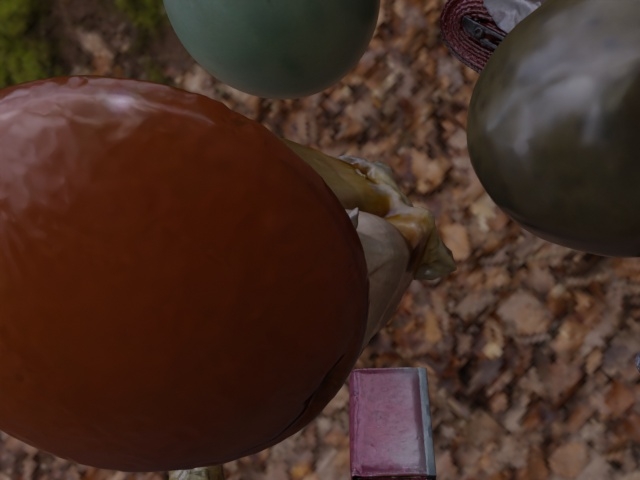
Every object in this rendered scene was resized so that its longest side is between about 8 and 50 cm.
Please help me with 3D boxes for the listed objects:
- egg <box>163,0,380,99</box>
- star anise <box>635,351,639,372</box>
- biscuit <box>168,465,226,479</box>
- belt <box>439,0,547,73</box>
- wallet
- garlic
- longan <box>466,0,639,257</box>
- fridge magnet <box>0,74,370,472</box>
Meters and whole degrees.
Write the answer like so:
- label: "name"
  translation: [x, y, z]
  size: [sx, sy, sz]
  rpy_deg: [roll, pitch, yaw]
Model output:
- label: "egg"
  translation: [-0.062, -0.327, 1.663]
  size: [0.276, 0.276, 0.389]
  rpy_deg: [-46, -20, 3]
- label: "star anise"
  translation: [0.439, 0.108, 1.572]
  size: [0.230, 0.081, 0.262]
  rpy_deg: [90, -172, -61]
- label: "biscuit"
  translation: [-0.172, 0.395, 1.821]
  size: [0.091, 0.213, 0.274]
  rpy_deg: [-7, 20, -6]
- label: "belt"
  translation: [0.270, -0.295, 1.826]
  size: [0.124, 0.201, 0.128]
  rpy_deg: [-26, -42, -54]
- label: "wallet"
  translation: [0.101, 0.264, 1.852]
  size: [0.119, 0.025, 0.232]
  rpy_deg: [0, 34, 1]
- label: "garlic"
  translation: [0.000, 0.000, 1.410]
  size: [0.249, 0.286, 0.313]
  rpy_deg: [-20, -2, 29]
- label: "longan"
  translation: [0.313, -0.127, 1.232]
  size: [0.350, 0.288, 0.288]
  rpy_deg: [-21, 29, 10]
- label: "fridge magnet"
  translation: [-0.142, 0.031, 0.963]
  size: [0.363, 0.363, 0.155]
  rpy_deg: [-34, 25, 28]
